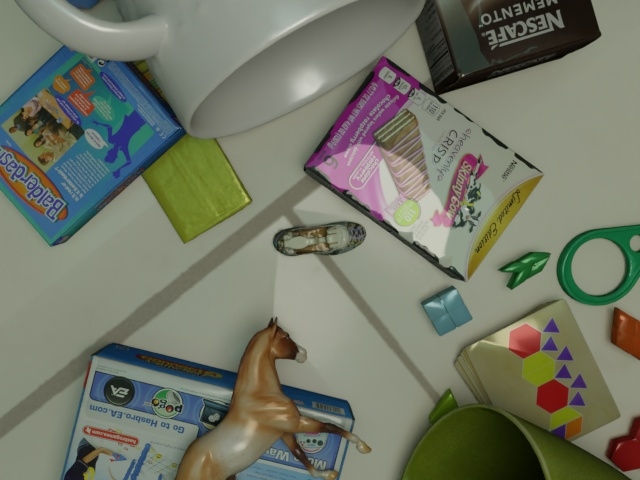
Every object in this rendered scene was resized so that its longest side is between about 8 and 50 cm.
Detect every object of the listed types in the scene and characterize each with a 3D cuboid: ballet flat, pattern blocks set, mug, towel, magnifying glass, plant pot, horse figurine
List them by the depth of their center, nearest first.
[{"bbox_3d":[-0.128,-0.295,0.692,0.374,0.276,0.328,-28,87,-33],"label":"mug"},{"bbox_3d":[-0.076,0.236,0.757,0.174,0.066,0.263,44,88,-8],"label":"horse figurine"},{"bbox_3d":[0.267,0.346,0.763,0.294,0.275,0.274,20,91,-21],"label":"plant pot"},{"bbox_3d":[0.000,0.000,0.850,0.114,0.041,0.041,-6,92,-2],"label":"ballet flat"},{"bbox_3d":[-0.184,-0.122,0.851,0.102,0.021,0.237,-31,94,5],"label":"towel"},{"bbox_3d":[0.270,0.177,0.865,0.285,0.026,0.324,-19,98,2],"label":"pattern blocks set"},{"bbox_3d":[0.398,-0.002,0.873,0.231,0.026,0.092,-32,93,1],"label":"magnifying glass"}]

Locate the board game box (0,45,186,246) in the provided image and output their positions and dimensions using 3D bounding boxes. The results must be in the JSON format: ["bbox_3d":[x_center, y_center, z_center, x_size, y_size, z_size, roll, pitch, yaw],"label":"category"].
[{"bbox_3d":[-0.284,-0.120,0.821,0.210,0.047,0.160,-40,93,7],"label":"board game box"}]

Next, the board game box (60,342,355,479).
[{"bbox_3d":[-0.146,0.307,0.833,0.308,0.086,0.302,15,92,-2],"label":"board game box"}]

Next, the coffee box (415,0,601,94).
[{"bbox_3d":[0.180,-0.337,0.804,0.168,0.119,0.297,-18,92,-2],"label":"coffee box"}]

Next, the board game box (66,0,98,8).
[{"bbox_3d":[-0.277,-0.356,0.833,0.169,0.033,0.133,-42,99,2],"label":"board game box"}]

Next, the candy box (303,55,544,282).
[{"bbox_3d":[0.118,-0.081,0.835,0.233,0.071,0.159,35,90,-3],"label":"candy box"}]
